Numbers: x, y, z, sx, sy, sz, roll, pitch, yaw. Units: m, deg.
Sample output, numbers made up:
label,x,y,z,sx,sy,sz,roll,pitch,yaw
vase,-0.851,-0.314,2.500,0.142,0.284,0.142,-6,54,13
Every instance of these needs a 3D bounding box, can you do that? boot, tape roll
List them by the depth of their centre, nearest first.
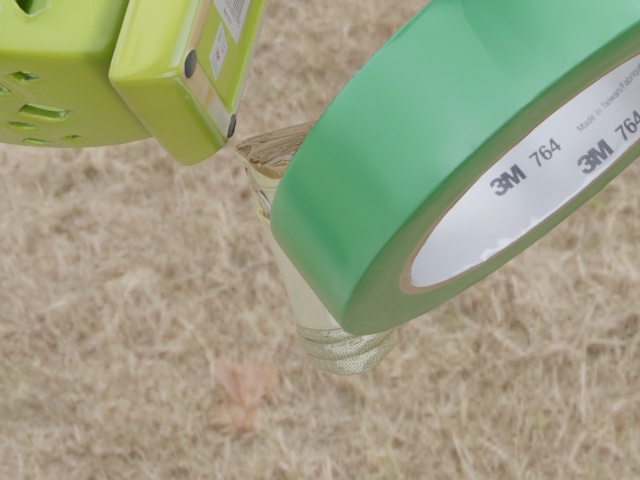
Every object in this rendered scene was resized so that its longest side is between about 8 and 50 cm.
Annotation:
label,x,y,z,sx,sy,sz,roll,pitch,yaw
tape roll,0.119,-0.071,0.775,0.321,0.321,0.077,-32,73,-18
boot,0.000,0.000,1.149,0.095,0.203,0.262,-18,12,-2

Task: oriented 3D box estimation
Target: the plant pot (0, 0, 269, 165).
label,x,y,z,sx,sy,sz,roll,pitch,yaw
plant pot,-0.148,-0.180,0.855,0.207,0.228,0.227,14,80,10
